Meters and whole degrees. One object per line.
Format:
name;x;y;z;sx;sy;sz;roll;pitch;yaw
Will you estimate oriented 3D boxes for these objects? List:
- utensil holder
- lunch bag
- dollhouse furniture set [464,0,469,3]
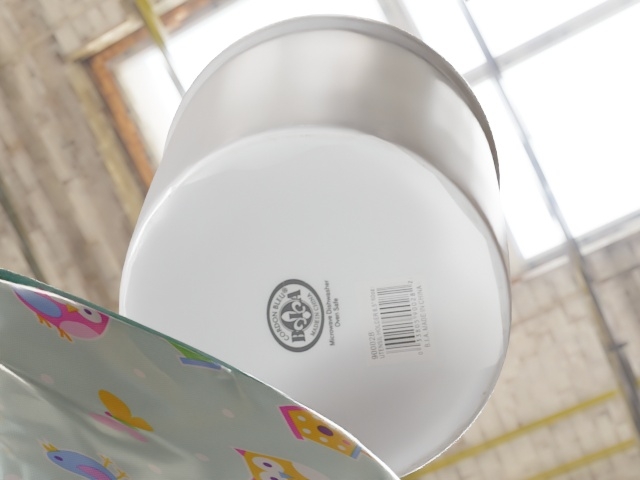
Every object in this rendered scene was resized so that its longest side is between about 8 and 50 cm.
utensil holder;0.000;0.000;1.481;0.327;0.328;0.385;57;-168;-14
lunch bag;-0.059;0.128;0.569;0.224;0.108;0.279;23;-163;-25
dollhouse furniture set;0.161;-0.359;1.575;0.198;0.286;0.303;49;-172;3
